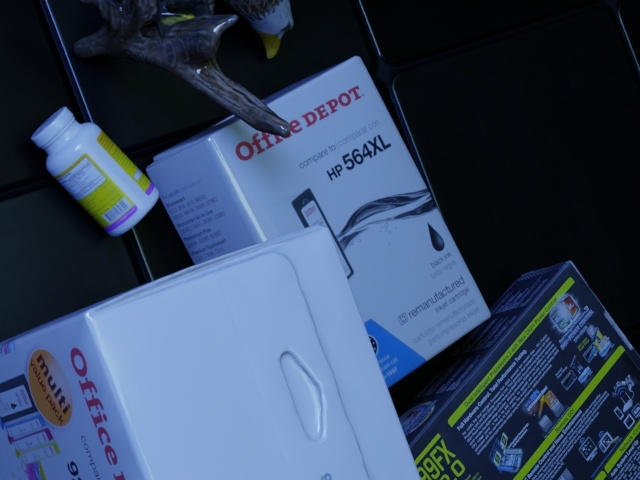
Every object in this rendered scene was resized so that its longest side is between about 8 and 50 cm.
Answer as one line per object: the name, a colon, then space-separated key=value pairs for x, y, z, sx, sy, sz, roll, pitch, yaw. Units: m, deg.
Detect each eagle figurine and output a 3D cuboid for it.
eagle figurine: x=-0.030 y=-0.215 z=1.272 sx=0.226 sy=0.225 sz=0.298 roll=42 pitch=68 yaw=-1

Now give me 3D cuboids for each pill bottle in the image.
pill bottle: x=-0.145 y=-0.045 z=1.230 sx=0.083 sy=0.043 sz=0.043 roll=48 pitch=57 yaw=-15

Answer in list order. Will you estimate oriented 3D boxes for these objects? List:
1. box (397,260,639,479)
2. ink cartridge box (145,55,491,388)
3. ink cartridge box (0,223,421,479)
box: x=0.150 y=0.179 z=1.366 sx=0.216 sy=0.060 sz=0.270 roll=52 pitch=55 yaw=-12
ink cartridge box: x=0.000 y=0.000 z=1.292 sx=0.148 sy=0.086 sz=0.203 roll=-32 pitch=97 yaw=-36
ink cartridge box: x=-0.091 y=0.112 z=1.108 sx=0.168 sy=0.232 sz=0.171 roll=-21 pitch=90 yaw=-37
